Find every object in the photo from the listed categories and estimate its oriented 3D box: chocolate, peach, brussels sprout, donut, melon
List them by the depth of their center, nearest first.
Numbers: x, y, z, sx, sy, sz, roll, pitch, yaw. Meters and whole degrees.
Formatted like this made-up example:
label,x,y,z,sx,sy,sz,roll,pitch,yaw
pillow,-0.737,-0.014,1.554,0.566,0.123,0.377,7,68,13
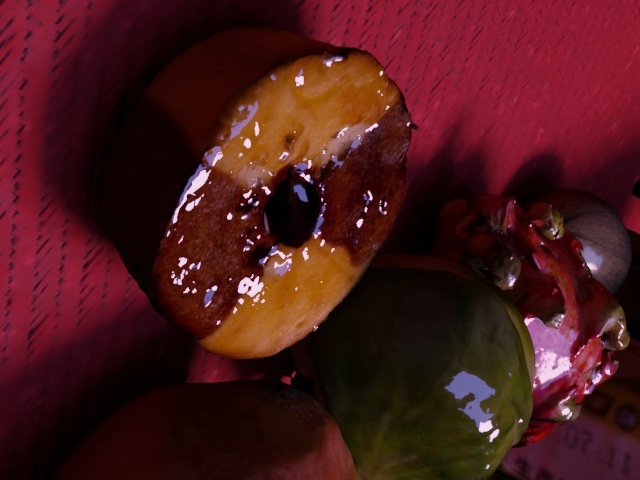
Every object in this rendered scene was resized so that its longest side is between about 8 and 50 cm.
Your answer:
label,x,y,z,sx,sy,sz,roll,pitch,yaw
donut,-0.031,-0.027,0.574,0.166,0.073,0.184,-55,151,5
peach,-0.062,0.189,0.638,0.214,0.214,0.235,9,94,-59
brussels sprout,0.058,0.086,0.703,0.131,0.145,0.183,-89,168,-46
melon,0.200,0.007,0.942,0.098,0.098,0.131,-52,147,-2
chocolate,0.287,0.121,1.012,0.301,0.289,0.137,-26,131,-42

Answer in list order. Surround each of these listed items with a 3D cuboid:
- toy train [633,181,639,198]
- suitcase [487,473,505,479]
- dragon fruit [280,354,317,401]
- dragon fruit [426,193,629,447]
label,x,y,z,sx,sy,sz,roll,pitch,yaw
toy train,0.339,-0.074,1.146,0.083,0.017,0.017,-47,145,-11
suitcase,0.186,0.259,1.158,0.194,0.143,0.235,-43,151,-18
dragon fruit,-0.027,0.167,0.811,0.094,0.094,0.190,-26,120,-41
dragon fruit,0.128,0.052,0.821,0.160,0.166,0.172,-21,123,21
